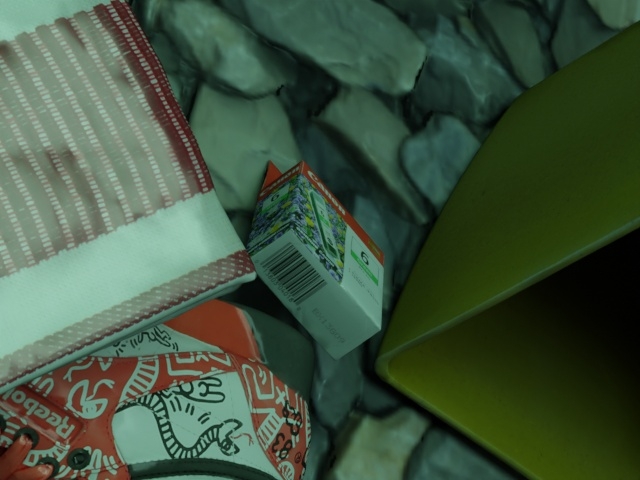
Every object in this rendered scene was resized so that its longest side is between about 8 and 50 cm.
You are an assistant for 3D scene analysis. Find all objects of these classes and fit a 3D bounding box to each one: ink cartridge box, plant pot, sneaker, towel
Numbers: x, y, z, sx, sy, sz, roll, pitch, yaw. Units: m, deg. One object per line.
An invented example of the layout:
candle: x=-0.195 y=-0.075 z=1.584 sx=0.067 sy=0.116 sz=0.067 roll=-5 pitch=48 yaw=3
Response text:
ink cartridge box: x=0.000 y=0.000 z=0.885 sx=0.063 sy=0.029 sz=0.115 roll=49 pitch=19 yaw=-17
plant pot: x=0.182 y=0.003 z=0.964 sx=0.212 sy=0.212 sz=0.187 roll=35 pitch=45 yaw=-26
sneaker: x=-0.115 y=0.076 z=0.766 sx=0.270 sy=0.090 sz=0.145 roll=22 pitch=61 yaw=-35
towel: x=-0.194 y=-0.086 z=0.701 sx=0.237 sy=0.037 sz=0.329 roll=-25 pitch=84 yaw=-23
